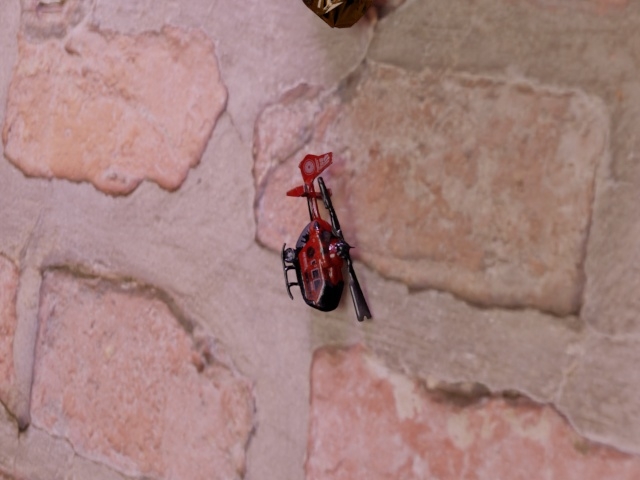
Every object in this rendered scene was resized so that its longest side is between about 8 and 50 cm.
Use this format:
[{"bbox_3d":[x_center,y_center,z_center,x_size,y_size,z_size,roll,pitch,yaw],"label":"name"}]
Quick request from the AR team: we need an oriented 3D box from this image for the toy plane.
[{"bbox_3d":[0.000,0.000,1.178,0.060,0.037,0.145,-19,76,38],"label":"toy plane"}]

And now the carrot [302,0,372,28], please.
[{"bbox_3d":[-0.014,-0.277,1.192,0.069,0.069,0.229,-39,60,36],"label":"carrot"}]
